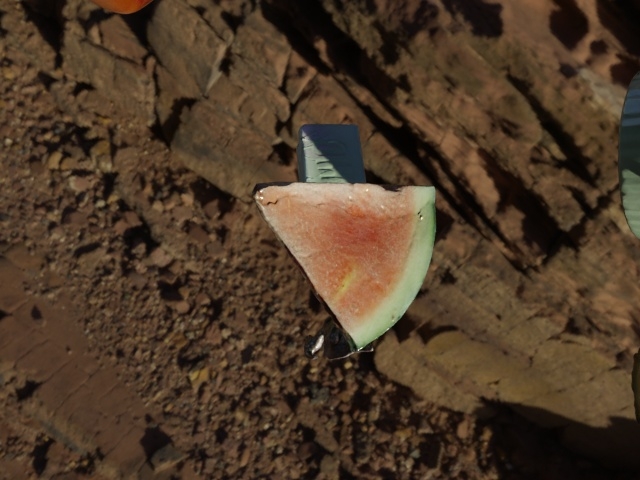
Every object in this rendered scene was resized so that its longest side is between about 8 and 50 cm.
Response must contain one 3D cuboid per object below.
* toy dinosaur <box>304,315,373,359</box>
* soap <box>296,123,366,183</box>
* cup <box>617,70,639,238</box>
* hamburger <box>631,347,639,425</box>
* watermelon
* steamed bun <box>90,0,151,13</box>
[{"bbox_3d":[0.050,0.207,1.545,0.077,0.294,0.162,27,70,-12],"label":"toy dinosaur"},{"bbox_3d":[0.025,-0.143,1.518,0.150,0.094,0.261,-3,62,-4],"label":"soap"},{"bbox_3d":[0.611,-0.134,0.849,0.401,0.392,0.310,27,72,-47],"label":"cup"},{"bbox_3d":[0.659,0.267,1.062,0.186,0.303,0.261,-1,14,-13],"label":"hamburger"},{"bbox_3d":[0.004,0.011,0.692,0.202,0.136,0.207,16,63,-18],"label":"watermelon"},{"bbox_3d":[-0.415,-0.614,1.200,0.235,0.248,0.379,-53,127,-33],"label":"steamed bun"}]
